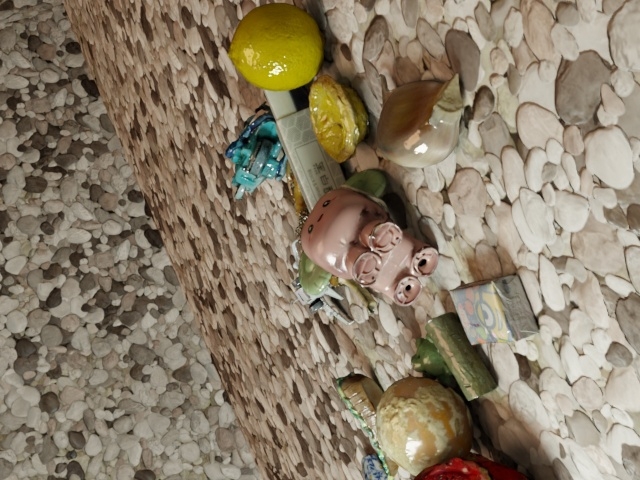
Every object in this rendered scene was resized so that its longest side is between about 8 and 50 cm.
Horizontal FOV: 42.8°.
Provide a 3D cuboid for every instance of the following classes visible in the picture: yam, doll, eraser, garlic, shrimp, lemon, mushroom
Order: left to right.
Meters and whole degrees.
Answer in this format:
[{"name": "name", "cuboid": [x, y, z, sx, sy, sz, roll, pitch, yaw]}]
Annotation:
[{"name": "lemon", "cuboid": [-0.089, -0.389, 1.653, 0.178, 0.203, 0.178, 171, 90, -85]}, {"name": "shrimp", "cuboid": [-0.049, -0.139, 1.998, 0.132, 0.052, 0.187, -124, 30, -59]}, {"name": "eraser", "cuboid": [-0.009, -0.161, 1.783, 0.096, 0.098, 0.403, 144, 104, -85]}, {"name": "mushroom", "cuboid": [0.077, 0.108, 1.902, 0.187, 0.060, 0.061, 40, 145, 46]}, {"name": "doll", "cuboid": [0.072, 0.002, 1.618, 0.216, 0.284, 0.268, 31, -176, -28]}, {"name": "garlic", "cuboid": [0.148, -0.204, 1.411, 0.128, 0.148, 0.267, 39, 173, -35]}, {"name": "doll", "cuboid": [0.221, 0.255, 1.681, 0.115, 0.078, 0.150, 59, 165, 18]}, {"name": "yam", "cuboid": [0.266, 0.218, 1.541, 0.169, 0.068, 0.068, 61, 157, 17]}]

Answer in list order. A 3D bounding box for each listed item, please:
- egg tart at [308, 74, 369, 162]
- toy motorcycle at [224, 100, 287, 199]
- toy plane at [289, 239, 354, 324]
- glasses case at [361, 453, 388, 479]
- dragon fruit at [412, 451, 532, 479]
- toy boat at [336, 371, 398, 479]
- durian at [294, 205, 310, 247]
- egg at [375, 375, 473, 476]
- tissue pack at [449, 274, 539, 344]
[{"name": "egg tart", "cuboid": [0.040, -0.249, 1.639, 0.191, 0.074, 0.191, 51, 153, 39]}, {"name": "toy motorcycle", "cuboid": [-0.147, -0.218, 1.984, 0.260, 0.154, 0.206, 139, 152, -67]}, {"name": "toy plane", "cuboid": [-0.022, 0.125, 2.086, 0.251, 0.101, 0.255, 56, 158, 2]}, {"name": "glasses case", "cuboid": [0.174, 0.687, 2.170, 0.087, 0.065, 0.247, 94, 155, -60]}, {"name": "dragon fruit", "cuboid": [0.283, 0.541, 1.491, 0.295, 0.296, 0.301, 45, 173, 46]}, {"name": "toy boat", "cuboid": [0.141, 0.453, 2.006, 0.099, 0.108, 0.292, -28, 89, 36]}, {"name": "durian", "cuboid": [0.000, 0.000, 1.924, 0.188, 0.091, 0.148, 39, 150, 28]}, {"name": "egg", "cuboid": [0.211, 0.374, 1.638, 0.233, 0.195, 0.195, 45, 170, -28]}, {"name": "tissue pack", "cuboid": [0.292, 0.120, 1.396, 0.148, 0.060, 0.108, -21, 89, 68]}]
